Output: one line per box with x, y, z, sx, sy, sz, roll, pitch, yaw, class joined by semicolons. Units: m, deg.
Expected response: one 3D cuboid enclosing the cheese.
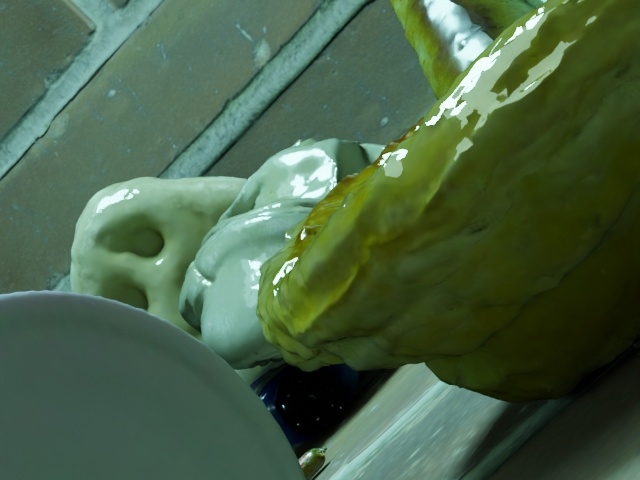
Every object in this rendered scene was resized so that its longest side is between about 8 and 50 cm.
-0.099;0.045;1.550;0.235;0.218;0.117;-33;-1;1;cheese

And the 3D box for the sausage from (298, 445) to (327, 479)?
-0.031;0.163;1.217;0.100;0.015;0.015;-45;3;3;sausage

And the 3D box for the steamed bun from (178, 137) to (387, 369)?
0.000;0.000;1.394;0.218;0.144;0.211;-19;-2;-14;steamed bun

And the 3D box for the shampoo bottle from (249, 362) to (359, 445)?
-0.019;0.113;1.386;0.087;0.050;0.183;-37;0;-11;shampoo bottle

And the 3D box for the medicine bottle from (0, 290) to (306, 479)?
-0.163;0.155;0.807;0.256;0.256;0.325;-47;10;-32;medicine bottle

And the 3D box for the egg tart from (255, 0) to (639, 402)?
0.109;-0.033;0.823;0.319;0.128;0.319;-44;1;1;egg tart

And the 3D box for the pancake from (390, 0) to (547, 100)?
0.168;-0.221;1.212;0.305;0.067;0.427;0;50;35;pancake
